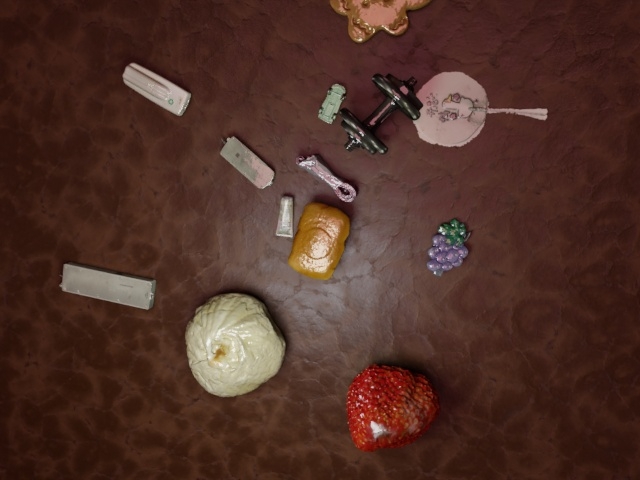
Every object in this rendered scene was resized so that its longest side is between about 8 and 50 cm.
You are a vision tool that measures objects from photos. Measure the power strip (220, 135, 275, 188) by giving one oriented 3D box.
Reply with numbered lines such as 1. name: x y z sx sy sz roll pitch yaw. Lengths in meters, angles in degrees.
1. power strip: -0.246 -0.263 1.769 0.227 0.029 0.080 42 104 -1

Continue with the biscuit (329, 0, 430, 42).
1. biscuit: 0.210 -0.769 1.616 0.355 0.052 0.275 -28 94 12

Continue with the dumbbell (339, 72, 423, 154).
1. dumbbell: 0.179 -0.382 1.610 0.192 0.192 0.290 44 102 -1

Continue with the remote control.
1. remote control: -0.546 -0.506 1.763 0.230 0.049 0.090 30 104 1

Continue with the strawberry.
1. strawberry: 0.216 0.530 1.667 0.312 0.351 0.267 -21 87 16

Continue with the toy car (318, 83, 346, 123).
1. toy car: 0.038 -0.439 1.700 0.059 0.035 0.121 25 93 3

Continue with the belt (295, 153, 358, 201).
1. belt: 0.024 -0.211 1.728 0.232 0.053 0.071 36 109 1

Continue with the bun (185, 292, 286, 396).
1. bun: -0.297 0.361 1.774 0.349 0.227 0.352 34 104 0

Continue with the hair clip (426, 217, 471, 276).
1. hair clip: 0.416 0.025 1.719 0.124 0.052 0.195 20 93 -4

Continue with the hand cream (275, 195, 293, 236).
1. hand cream: -0.114 -0.080 1.780 0.061 0.039 0.143 7 109 0

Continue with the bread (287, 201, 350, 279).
1. bread: 0.000 0.000 1.730 0.174 0.121 0.245 20 103 3

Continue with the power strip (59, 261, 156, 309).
1. power strip: -0.765 0.159 1.900 0.368 0.043 0.106 12 100 6

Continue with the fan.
1. fan: 0.491 -0.407 1.652 0.415 0.012 0.232 2 100 8
